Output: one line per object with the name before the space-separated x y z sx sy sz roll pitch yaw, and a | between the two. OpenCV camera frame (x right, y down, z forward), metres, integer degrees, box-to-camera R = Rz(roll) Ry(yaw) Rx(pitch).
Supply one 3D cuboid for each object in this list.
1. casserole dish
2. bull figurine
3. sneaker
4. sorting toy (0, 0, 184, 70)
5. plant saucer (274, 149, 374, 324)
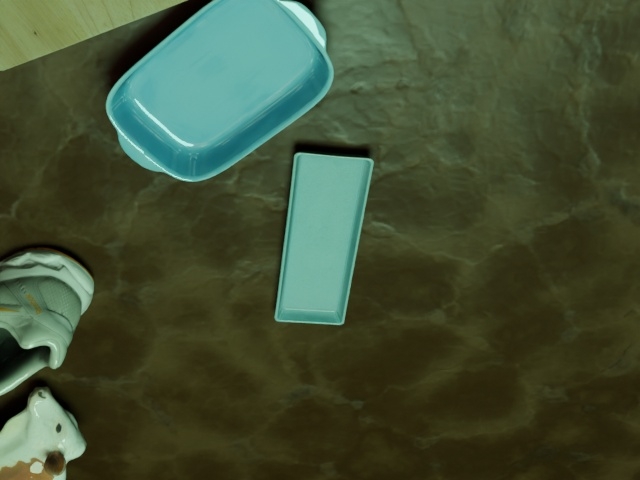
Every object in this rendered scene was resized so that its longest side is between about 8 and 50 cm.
casserole dish | -0.077 -0.123 0.713 0.188 0.037 0.114 -33 123 23
bull figurine | -0.366 0.267 0.973 0.188 0.101 0.310 18 123 -12
sneaker | -0.331 0.098 0.823 0.262 0.121 0.099 -23 126 15
sorting toy | -0.161 -0.260 0.544 0.255 0.089 0.257 -14 130 23
plant saucer | 0.000 0.000 0.828 0.067 0.018 0.192 4 129 -6
